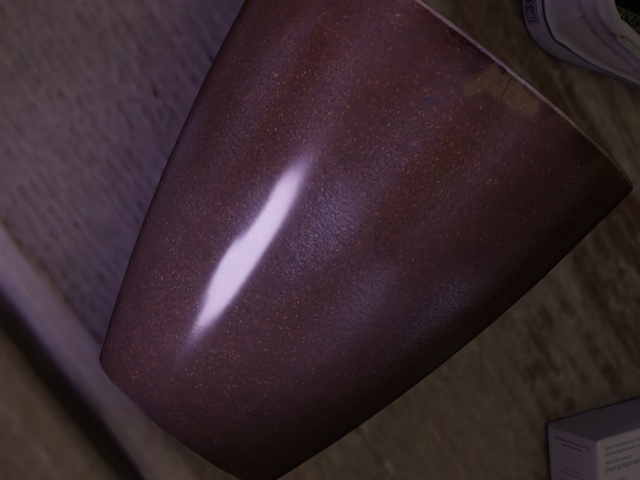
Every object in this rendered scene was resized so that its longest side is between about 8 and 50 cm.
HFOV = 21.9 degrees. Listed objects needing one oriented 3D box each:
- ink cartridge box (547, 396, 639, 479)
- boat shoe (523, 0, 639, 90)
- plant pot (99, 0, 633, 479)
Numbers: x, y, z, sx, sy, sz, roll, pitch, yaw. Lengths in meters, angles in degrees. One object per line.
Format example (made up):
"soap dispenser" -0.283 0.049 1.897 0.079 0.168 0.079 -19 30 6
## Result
"ink cartridge box" 0.194 0.169 1.039 0.088 0.052 0.122 -12 104 -30
"boat shoe" 0.245 -0.117 1.011 0.258 0.084 0.095 7 93 -32
"plant pot" 0.000 0.000 0.828 0.215 0.215 0.230 36 93 -30
